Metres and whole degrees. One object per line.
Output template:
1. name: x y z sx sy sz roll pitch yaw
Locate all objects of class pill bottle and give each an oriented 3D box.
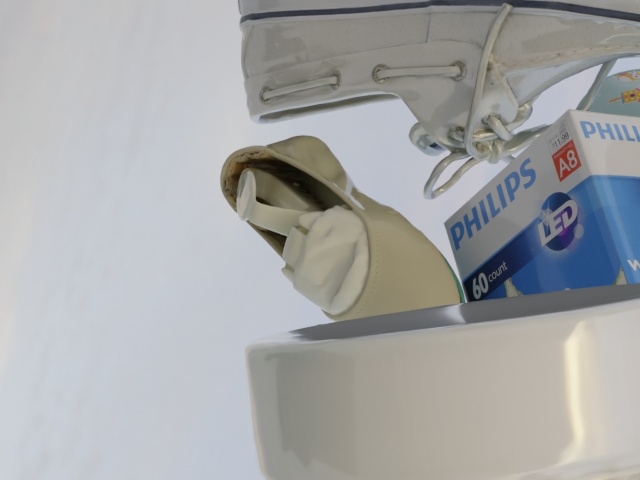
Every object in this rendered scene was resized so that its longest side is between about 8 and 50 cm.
1. pill bottle: 0.080 0.204 0.522 0.204 0.204 0.361 -10 -92 62

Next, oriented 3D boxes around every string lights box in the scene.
1. string lights box: 0.163 0.074 0.784 0.133 0.077 0.259 -46 -129 49

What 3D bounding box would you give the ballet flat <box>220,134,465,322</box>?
1. ballet flat: 0.000 0.000 0.892 0.248 0.086 0.086 46 -62 56

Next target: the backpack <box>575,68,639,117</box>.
1. backpack: 0.264 -0.034 1.121 0.144 0.166 0.188 39 -57 56

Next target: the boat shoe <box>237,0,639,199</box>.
1. boat shoe: 0.096 -0.105 0.970 0.367 0.136 0.156 3 -88 30
